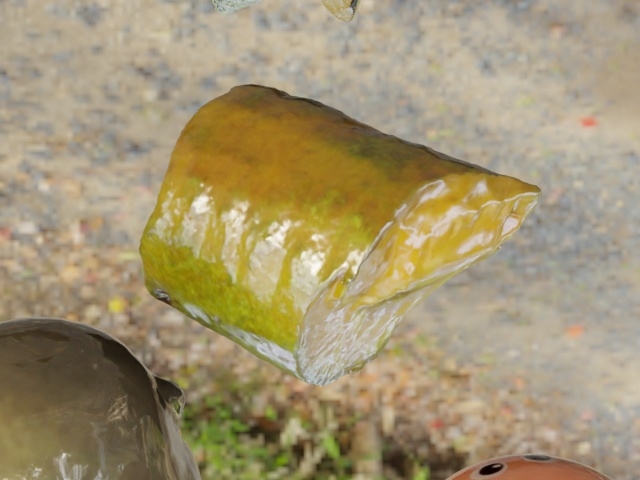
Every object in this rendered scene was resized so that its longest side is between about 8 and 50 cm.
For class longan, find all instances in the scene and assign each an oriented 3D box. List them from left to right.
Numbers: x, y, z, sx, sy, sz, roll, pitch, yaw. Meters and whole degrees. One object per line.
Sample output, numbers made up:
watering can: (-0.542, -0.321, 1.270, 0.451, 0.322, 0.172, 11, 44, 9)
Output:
longan: (-0.237, 0.208, 1.325, 0.297, 0.297, 0.297, -2, 160, -1)

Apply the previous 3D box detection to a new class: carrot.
carrot: (0.000, 0.000, 1.394, 0.340, 0.241, 0.241, 25, 170, 24)

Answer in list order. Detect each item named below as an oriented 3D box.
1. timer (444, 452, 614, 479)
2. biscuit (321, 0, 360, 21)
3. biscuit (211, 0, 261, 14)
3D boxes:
timer: (0.158, 0.277, 1.169, 0.229, 0.230, 0.215, 5, 149, -18)
biscuit: (0.030, -0.362, 2.183, 0.018, 0.071, 0.147, -42, 165, -25)
biscuit: (-0.037, -0.365, 1.812, 0.250, 0.046, 0.147, -21, 129, 6)
